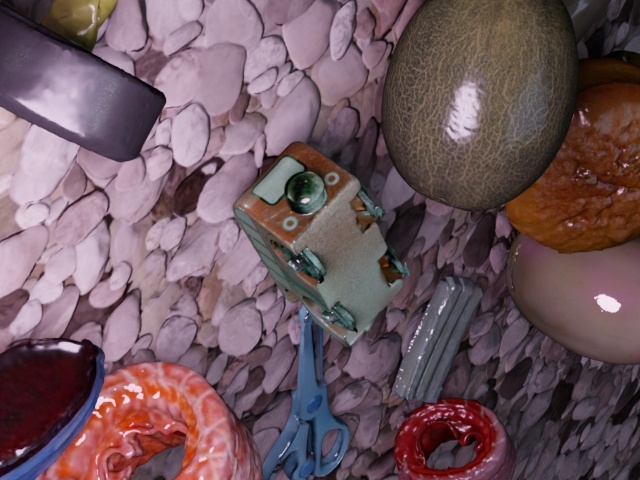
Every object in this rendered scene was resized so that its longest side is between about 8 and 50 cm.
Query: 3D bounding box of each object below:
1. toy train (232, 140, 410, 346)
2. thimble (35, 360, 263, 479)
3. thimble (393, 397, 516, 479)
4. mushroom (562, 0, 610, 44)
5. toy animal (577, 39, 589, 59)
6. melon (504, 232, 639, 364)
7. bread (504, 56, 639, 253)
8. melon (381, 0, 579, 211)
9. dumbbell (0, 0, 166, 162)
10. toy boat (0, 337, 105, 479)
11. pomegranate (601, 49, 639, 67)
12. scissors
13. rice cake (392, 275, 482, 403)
[{"bbox_3d":[0.000,0.000,1.685,0.129,0.159,0.326,-50,151,-12],"label":"toy train"},{"bbox_3d":[-0.192,0.264,1.560,0.239,0.239,0.162,-48,147,-19],"label":"thimble"},{"bbox_3d":[0.218,0.345,2.251,0.190,0.163,0.125,-15,146,8],"label":"thimble"},{"bbox_3d":[0.355,-0.403,1.885,0.154,0.137,0.407,-16,131,-61],"label":"mushroom"},{"bbox_3d":[0.356,-0.291,2.035,0.085,0.071,0.124,-58,149,-6],"label":"toy animal"},{"bbox_3d":[0.435,0.073,2.209,0.223,0.317,0.223,-30,137,-33],"label":"melon"},{"bbox_3d":[0.404,-0.126,2.035,0.312,0.172,0.312,-6,132,-7],"label":"bread"},{"bbox_3d":[0.200,-0.190,1.736,0.237,0.237,0.301,-5,116,-53],"label":"melon"},{"bbox_3d":[-0.175,-0.248,1.188,0.322,0.204,0.204,-61,149,2],"label":"dumbbell"},{"bbox_3d":[-0.335,0.199,1.409,0.309,0.129,0.142,-38,171,-32],"label":"toy boat"},{"bbox_3d":[0.462,-0.209,2.211,0.156,0.156,0.220,-31,169,-39],"label":"pomegranate"},{"bbox_3d":[-0.022,0.233,1.956,0.180,0.032,0.393,-34,141,-36],"label":"scissors"},{"bbox_3d":[0.187,0.154,2.184,0.124,0.038,0.211,16,101,-58],"label":"rice cake"}]
